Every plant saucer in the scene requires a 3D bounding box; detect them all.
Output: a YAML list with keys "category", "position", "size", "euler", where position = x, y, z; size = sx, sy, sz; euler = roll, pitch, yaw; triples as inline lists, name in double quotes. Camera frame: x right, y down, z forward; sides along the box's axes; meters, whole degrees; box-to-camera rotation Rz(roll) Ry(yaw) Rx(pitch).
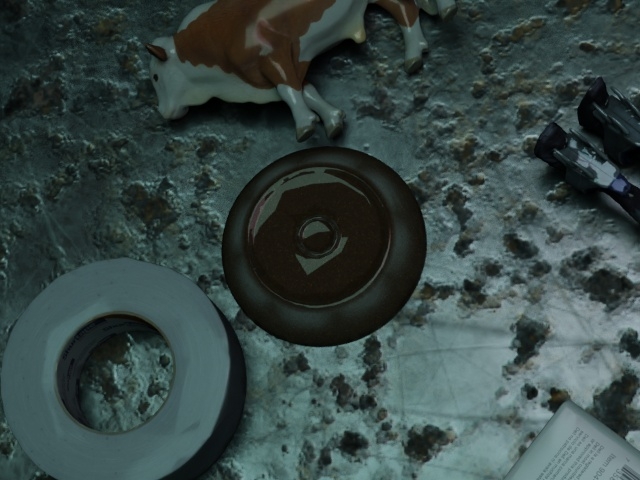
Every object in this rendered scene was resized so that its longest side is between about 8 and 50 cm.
- category: "plant saucer"
  position: [0.000, 0.000, 1.602]
  size: [0.198, 0.036, 0.199]
  euler: [-2, 75, 9]

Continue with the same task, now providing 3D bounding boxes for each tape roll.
- category: "tape roll"
  position: [-0.182, 0.129, 1.576]
  size: [0.219, 0.072, 0.219]
  euler: [-3, 74, 9]

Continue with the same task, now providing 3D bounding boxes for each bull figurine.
- category: "bull figurine"
  position: [-0.019, -0.200, 1.631]
  size: [0.310, 0.101, 0.188]
  euler: [-41, 76, -1]

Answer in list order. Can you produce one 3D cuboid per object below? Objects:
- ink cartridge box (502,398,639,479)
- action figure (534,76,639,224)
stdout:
- category: "ink cartridge box"
  position: [0.259, 0.299, 1.430]
  size: [0.273, 0.115, 0.198]
  euler: [38, 83, 17]
- category: "action figure"
  position: [0.328, -0.021, 1.523]
  size: [0.285, 0.099, 0.185]
  euler: [40, 75, 13]
